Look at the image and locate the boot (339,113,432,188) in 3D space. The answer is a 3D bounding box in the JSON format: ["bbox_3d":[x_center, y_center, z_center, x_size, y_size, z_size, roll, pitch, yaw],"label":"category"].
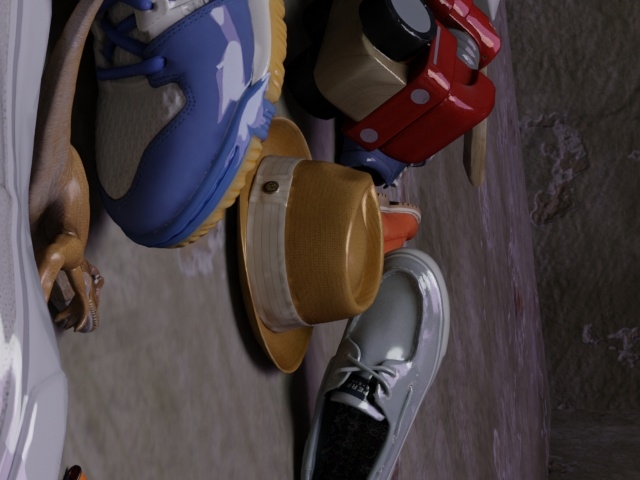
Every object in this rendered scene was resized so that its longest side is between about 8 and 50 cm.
[{"bbox_3d":[0.063,-0.085,1.075,0.190,0.069,0.086,31,64,-61],"label":"boot"}]

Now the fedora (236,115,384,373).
[{"bbox_3d":[0.000,0.000,0.793,0.194,0.079,0.194,-4,90,-75],"label":"fedora"}]

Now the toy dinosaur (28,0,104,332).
[{"bbox_3d":[-0.110,-0.023,0.419,0.211,0.064,0.112,112,-4,-50],"label":"toy dinosaur"}]

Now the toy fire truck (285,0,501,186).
[{"bbox_3d":[0.098,-0.135,0.938,0.246,0.158,0.217,36,41,-23],"label":"toy fire truck"}]

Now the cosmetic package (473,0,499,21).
[{"bbox_3d":[0.141,-0.425,1.071,0.197,0.155,0.365,57,48,-61],"label":"cosmetic package"}]

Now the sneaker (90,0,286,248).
[{"bbox_3d":[-0.089,-0.147,0.519,0.131,0.112,0.296,14,77,-47],"label":"sneaker"}]

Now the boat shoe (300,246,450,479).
[{"bbox_3d":[0.039,0.118,0.828,0.081,0.079,0.227,-13,119,-73],"label":"boat shoe"}]

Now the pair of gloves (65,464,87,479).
[{"bbox_3d":[-0.110,0.155,0.506,0.074,0.010,0.083,68,22,-45],"label":"pair of gloves"}]

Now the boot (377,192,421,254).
[{"bbox_3d":[0.052,0.001,1.028,0.158,0.059,0.084,5,85,-65],"label":"boot"}]

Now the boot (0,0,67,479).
[{"bbox_3d":[-0.143,-0.013,0.309,0.123,0.095,0.258,37,43,-62],"label":"boot"}]
